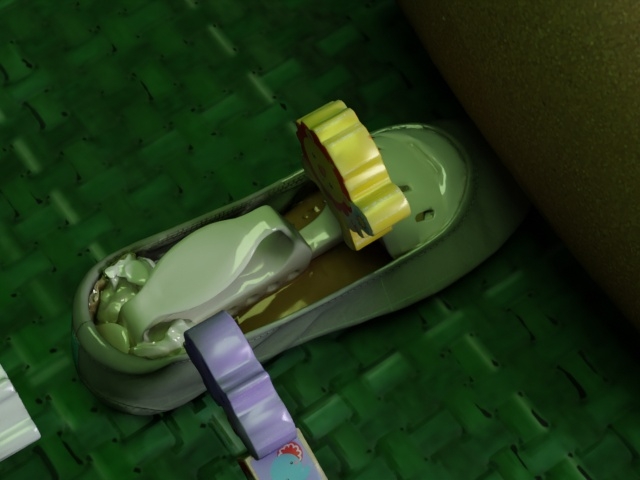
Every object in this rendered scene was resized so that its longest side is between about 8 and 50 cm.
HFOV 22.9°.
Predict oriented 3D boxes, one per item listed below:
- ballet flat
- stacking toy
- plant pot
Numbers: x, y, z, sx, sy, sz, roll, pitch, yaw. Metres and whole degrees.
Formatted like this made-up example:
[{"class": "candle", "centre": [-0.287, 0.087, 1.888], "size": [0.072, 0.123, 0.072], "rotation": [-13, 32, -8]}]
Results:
[{"class": "ballet flat", "centre": [0.000, 0.000, 0.621], "size": [0.213, 0.068, 0.072], "rotation": [-28, 64, -13]}, {"class": "stacking toy", "centre": [-0.007, 0.085, 0.550], "size": [0.167, 0.052, 0.221], "rotation": [-31, 91, -13]}, {"class": "plant pot", "centre": [0.155, -0.071, 0.587], "size": [0.237, 0.237, 0.254], "rotation": [-19, 79, -8]}]
